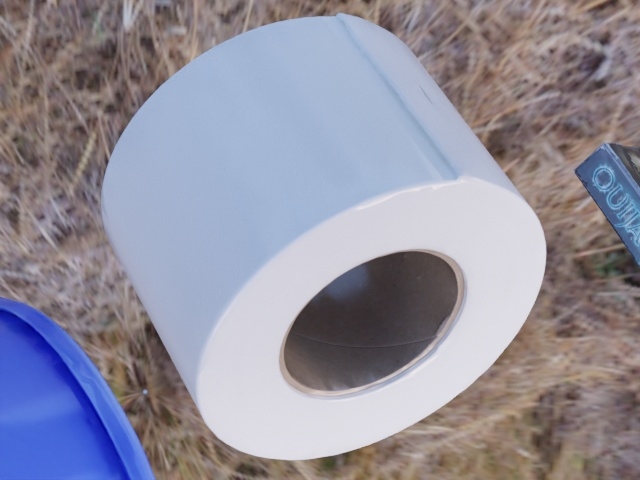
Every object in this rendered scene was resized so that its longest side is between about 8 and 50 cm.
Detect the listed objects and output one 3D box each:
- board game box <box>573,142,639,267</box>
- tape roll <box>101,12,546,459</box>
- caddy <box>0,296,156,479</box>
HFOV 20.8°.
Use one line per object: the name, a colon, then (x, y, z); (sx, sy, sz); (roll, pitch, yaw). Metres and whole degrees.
board game box: (0.215, 0.032, 0.888); (0.026, 0.126, 0.186); (-44, 63, 27)
tape roll: (0.000, 0.000, 1.126); (0.246, 0.246, 0.169); (-27, 52, -7)
caddy: (-0.173, 0.145, 0.770); (0.179, 0.341, 0.241); (-16, 105, -33)
